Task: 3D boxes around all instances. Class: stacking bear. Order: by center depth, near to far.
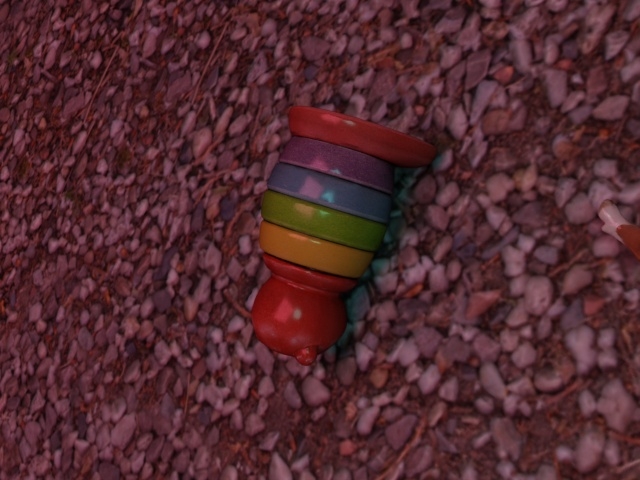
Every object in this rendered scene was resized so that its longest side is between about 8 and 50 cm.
[{"bbox_3d":[0.000,0.000,0.977,0.175,0.164,0.289,18,93,40],"label":"stacking bear"}]

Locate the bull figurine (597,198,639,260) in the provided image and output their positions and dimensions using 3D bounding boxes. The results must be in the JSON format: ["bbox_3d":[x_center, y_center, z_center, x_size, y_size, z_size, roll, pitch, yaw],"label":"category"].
[{"bbox_3d":[0.396,-0.083,0.722,0.188,0.101,0.310,35,97,43],"label":"bull figurine"}]
